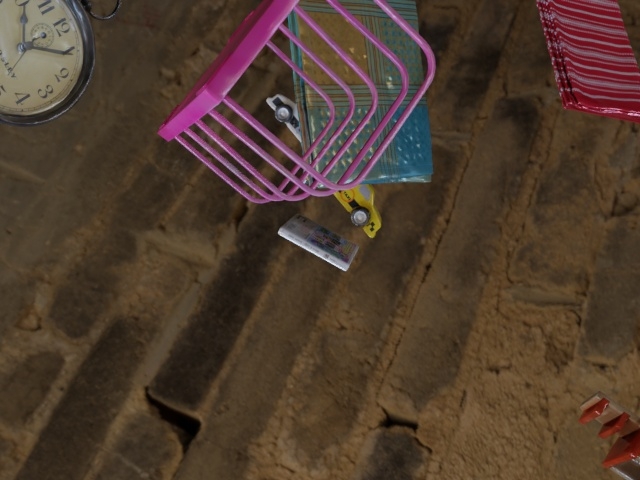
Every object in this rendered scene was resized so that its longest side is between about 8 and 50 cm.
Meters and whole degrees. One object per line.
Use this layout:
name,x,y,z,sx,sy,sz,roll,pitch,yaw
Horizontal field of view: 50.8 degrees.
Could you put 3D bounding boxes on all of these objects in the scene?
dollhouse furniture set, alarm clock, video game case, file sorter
dollhouse furniture set,0.314,0.325,0.782,0.135,0.262,0.259,34,-110,17
alarm clock,-0.249,-0.176,0.577,0.064,0.129,0.192,23,-128,38
video game case,0.000,0.000,1.287,0.143,0.157,0.019,29,-75,3
file sorter,-0.035,-0.163,0.776,0.202,0.182,0.291,-55,-162,-12

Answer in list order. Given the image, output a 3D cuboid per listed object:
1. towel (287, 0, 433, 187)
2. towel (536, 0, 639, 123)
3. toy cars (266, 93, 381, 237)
towel,0.068,-0.272,1.109,0.040,0.272,0.370,-8,-92,54
towel,0.464,-0.325,1.140,0.031,0.199,0.274,139,-50,-56
toy cars,0.023,-0.172,1.336,0.087,0.176,0.393,-39,-127,10
